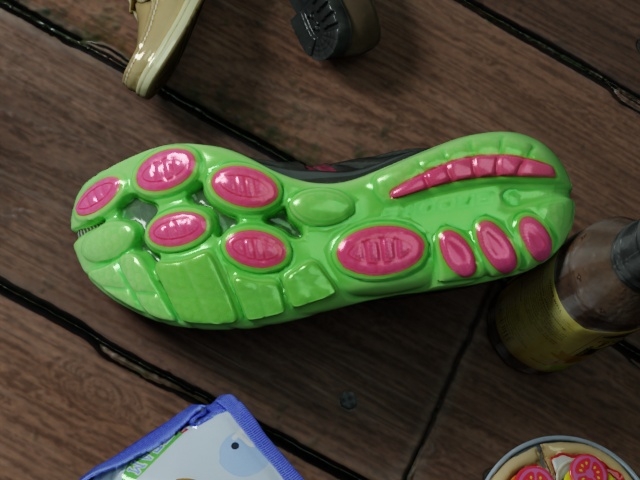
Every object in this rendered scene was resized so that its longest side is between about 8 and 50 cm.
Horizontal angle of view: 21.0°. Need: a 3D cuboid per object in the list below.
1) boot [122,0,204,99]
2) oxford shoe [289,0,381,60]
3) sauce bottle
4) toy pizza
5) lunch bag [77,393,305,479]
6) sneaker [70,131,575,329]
[{"bbox_3d":[-0.210,-0.283,1.740,0.203,0.095,0.262,21,66,-8],"label":"boot"},{"bbox_3d":[0.002,-0.294,1.823,0.096,0.083,0.227,-9,74,-38],"label":"oxford shoe"},{"bbox_3d":[0.264,0.044,1.630,0.111,0.344,0.111,4,74,-14],"label":"sauce bottle"},{"bbox_3d":[0.250,0.291,1.712,0.201,0.032,0.201,5,71,-14],"label":"toy pizza"},{"bbox_3d":[-0.110,0.369,1.479,0.328,0.239,0.385,-32,90,-20],"label":"lunch bag"},{"bbox_3d":[0.000,0.000,1.669,0.482,0.202,0.185,-1,81,2],"label":"sneaker"}]
